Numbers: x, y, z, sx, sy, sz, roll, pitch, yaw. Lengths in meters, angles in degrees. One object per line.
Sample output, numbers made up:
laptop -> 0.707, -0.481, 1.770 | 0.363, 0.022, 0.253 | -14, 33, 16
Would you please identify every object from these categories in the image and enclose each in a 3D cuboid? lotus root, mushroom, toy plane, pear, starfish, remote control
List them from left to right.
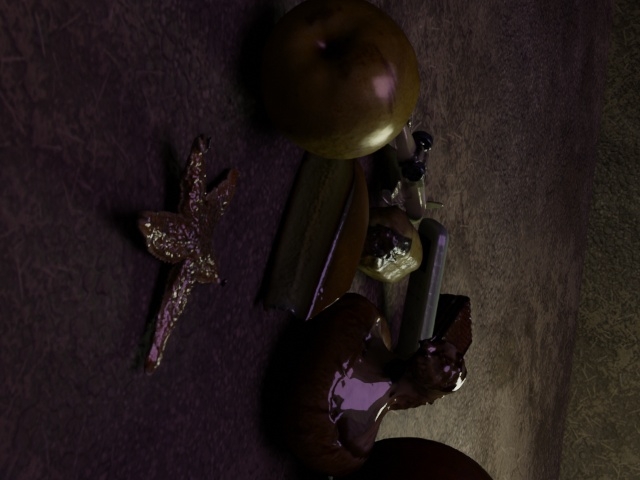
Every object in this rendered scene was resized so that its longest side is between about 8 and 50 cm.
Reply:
starfish -> -0.155, 0.000, 1.229 | 0.231, 0.048, 0.295 | 76, 32, -56
pear -> 0.026, -0.202, 1.388 | 0.209, 0.209, 0.209 | 6, 90, -65
mushroom -> 0.051, 0.217, 1.561 | 0.267, 0.254, 0.267 | -29, 136, -31
lotus root -> 0.100, 0.008, 1.713 | 0.110, 0.097, 0.258 | -37, 161, 2
toy plane -> 0.138, -0.114, 1.778 | 0.244, 0.092, 0.229 | 67, 28, -42
remote control -> 0.168, 0.116, 1.844 | 0.090, 0.038, 0.309 | -131, -132, -68

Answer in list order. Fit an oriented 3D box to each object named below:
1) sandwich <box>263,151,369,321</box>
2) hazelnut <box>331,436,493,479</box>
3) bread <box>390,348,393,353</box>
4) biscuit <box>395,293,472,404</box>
sandwich -> 0.000, 0.000, 1.504 | 0.096, 0.094, 0.258 | 47, 55, -53
hazelnut -> 0.130, 0.500, 1.627 | 0.409, 0.359, 0.359 | -59, 146, -34
bread -> 0.096, 0.239, 1.831 | 0.090, 0.035, 0.094 | -46, 136, -53
biscuit -> 0.209, 0.195, 2.022 | 0.252, 0.070, 0.106 | -43, 132, -54
